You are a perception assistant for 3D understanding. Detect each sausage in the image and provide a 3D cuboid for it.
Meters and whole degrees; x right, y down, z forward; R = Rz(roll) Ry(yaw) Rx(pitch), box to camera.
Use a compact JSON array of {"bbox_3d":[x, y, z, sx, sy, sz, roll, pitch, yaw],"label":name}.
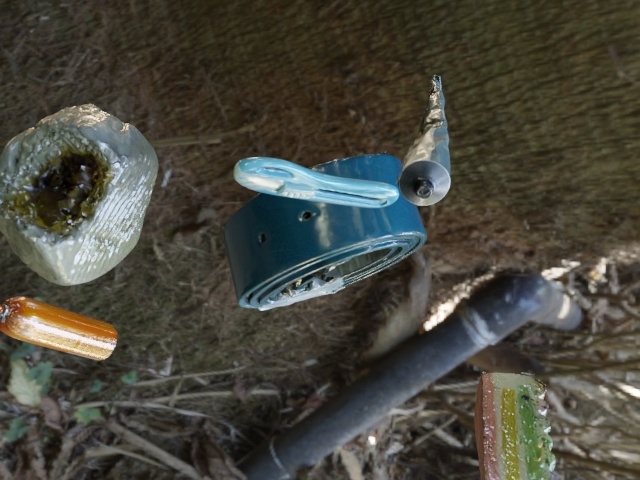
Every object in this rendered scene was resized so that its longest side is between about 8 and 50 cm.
[{"bbox_3d":[-0.573,0.185,1.529,0.312,0.093,0.093,36,62,-57],"label":"sausage"}]

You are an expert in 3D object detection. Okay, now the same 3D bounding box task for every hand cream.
[{"bbox_3d":[0.125,-0.108,0.788,0.248,0.052,0.075,-65,175,-58],"label":"hand cream"}]

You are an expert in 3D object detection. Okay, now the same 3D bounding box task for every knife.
[{"bbox_3d":[-0.001,-0.065,0.864,0.222,0.064,0.031,8,60,-28],"label":"knife"}]

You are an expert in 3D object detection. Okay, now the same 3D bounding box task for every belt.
[{"bbox_3d":[0.001,0.000,1.262,0.300,0.436,0.173,-8,79,-30],"label":"belt"}]

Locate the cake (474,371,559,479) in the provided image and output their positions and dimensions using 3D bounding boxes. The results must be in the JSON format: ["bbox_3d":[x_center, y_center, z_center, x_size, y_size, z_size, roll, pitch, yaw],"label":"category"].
[{"bbox_3d":[0.299,0.318,1.113,0.225,0.109,0.090,-80,176,-48],"label":"cake"}]

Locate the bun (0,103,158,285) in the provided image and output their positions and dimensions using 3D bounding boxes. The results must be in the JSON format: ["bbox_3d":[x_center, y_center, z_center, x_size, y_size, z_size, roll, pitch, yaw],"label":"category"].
[{"bbox_3d":[-0.385,-0.080,1.100,0.281,0.205,0.281,-54,164,-24],"label":"bun"}]
